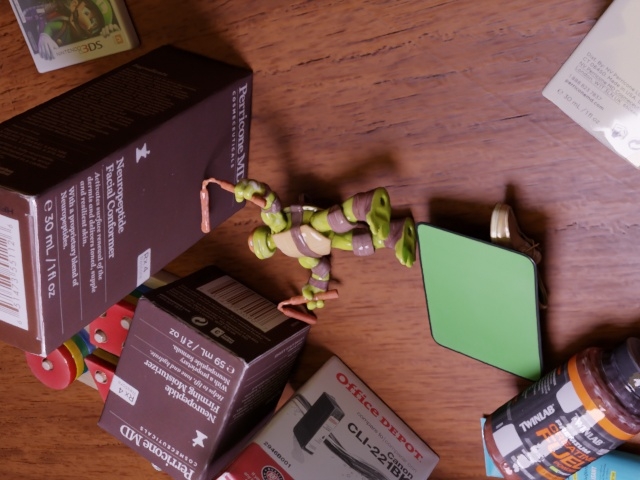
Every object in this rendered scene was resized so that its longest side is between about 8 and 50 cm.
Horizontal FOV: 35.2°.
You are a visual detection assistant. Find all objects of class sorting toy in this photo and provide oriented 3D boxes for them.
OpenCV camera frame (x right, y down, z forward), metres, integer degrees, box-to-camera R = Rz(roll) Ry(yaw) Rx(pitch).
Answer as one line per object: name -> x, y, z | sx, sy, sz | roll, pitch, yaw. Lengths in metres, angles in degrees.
sorting toy -> -0.319, 0.140, 1.458 | 0.257, 0.089, 0.255 | 21, 125, 21

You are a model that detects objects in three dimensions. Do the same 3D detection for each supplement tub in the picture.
supplement tub -> 0.277, 0.185, 1.087 | 0.106, 0.106, 0.198 | 47, 120, 1

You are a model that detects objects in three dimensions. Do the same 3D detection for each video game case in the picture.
video game case -> -0.324, -0.314, 1.252 | 0.173, 0.022, 0.190 | -6, 112, 34

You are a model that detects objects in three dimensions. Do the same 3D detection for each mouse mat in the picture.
mouse mat -> 0.177, 0.069, 1.121 | 0.153, 0.007, 0.189 | 19, 136, 35

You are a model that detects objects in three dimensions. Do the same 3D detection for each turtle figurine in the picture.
turtle figurine -> 0.000, 0.000, 1.183 | 0.217, 0.087, 0.269 | -6, 134, 31

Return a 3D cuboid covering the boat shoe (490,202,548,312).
boat shoe -> 0.216, 0.018, 1.083 | 0.045, 0.050, 0.135 | -2, 124, 29

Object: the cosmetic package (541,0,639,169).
cosmetic package -> 0.328, -0.220, 0.807 | 0.113, 0.160, 0.309 | 40, 131, 6

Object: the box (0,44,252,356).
box -> -0.229, -0.059, 1.101 | 0.143, 0.381, 0.191 | 19, 124, 20

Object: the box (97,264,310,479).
box -> -0.148, 0.170, 1.288 | 0.169, 0.167, 0.203 | 29, 114, 17

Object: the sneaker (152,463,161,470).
sneaker -> -0.220, 0.323, 1.530 | 0.069, 0.038, 0.098 | 24, 126, 20

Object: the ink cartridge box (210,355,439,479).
ink cartridge box -> -0.002, 0.297, 1.229 | 0.197, 0.273, 0.114 | 44, 126, 4

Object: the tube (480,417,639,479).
tube -> 0.284, 0.260, 1.177 | 0.207, 0.052, 0.080 | 5, 106, 37
